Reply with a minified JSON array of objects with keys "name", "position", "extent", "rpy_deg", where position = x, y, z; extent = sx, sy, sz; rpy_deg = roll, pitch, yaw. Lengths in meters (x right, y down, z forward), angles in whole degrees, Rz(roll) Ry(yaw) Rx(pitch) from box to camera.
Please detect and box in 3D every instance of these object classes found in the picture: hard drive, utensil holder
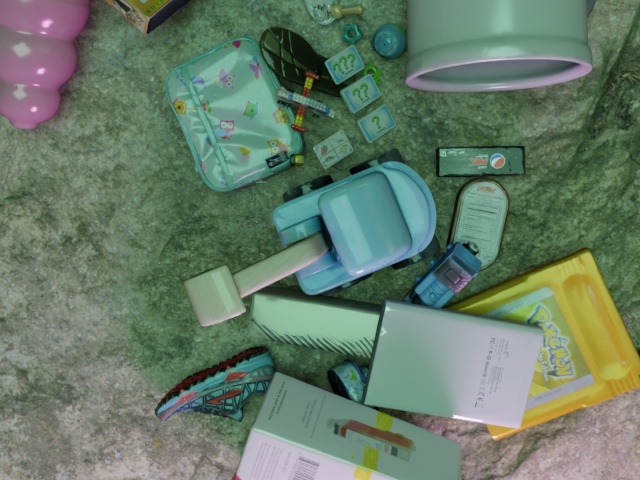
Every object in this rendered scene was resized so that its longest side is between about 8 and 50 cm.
[{"name":"hard drive","position":[0.249,0.235,1.547],"extent":[0.307,0.040,0.203],"rpy_deg":[10,100,-6]},{"name":"utensil holder","position":[0.306,-0.480,1.456],"extent":[0.327,0.327,0.386],"rpy_deg":[-3,92,3]}]

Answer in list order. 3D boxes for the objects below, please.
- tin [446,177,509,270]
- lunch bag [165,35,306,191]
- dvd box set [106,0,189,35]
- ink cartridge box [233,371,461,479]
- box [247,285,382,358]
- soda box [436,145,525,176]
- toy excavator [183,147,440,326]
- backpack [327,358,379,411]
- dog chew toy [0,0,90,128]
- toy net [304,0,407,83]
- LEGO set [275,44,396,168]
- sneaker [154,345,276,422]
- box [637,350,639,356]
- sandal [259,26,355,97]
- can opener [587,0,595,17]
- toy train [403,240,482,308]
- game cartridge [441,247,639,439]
[{"name":"tin","position":[0.314,-0.031,1.622],"extent":[0.106,0.040,0.190],"rpy_deg":[10,93,-2]},{"name":"lunch bag","position":[-0.167,-0.236,1.599],"extent":[0.224,0.108,0.279],"rpy_deg":[-23,91,3]},{"name":"dvd box set","position":[-0.379,-0.620,1.545],"extent":[0.420,0.062,0.308],"rpy_deg":[41,63,0]},{"name":"ink cartridge box","position":[0.039,0.455,1.549],"extent":[0.384,0.160,0.279],"rpy_deg":[21,124,2]},{"name":"box","position":[0.002,0.160,1.612],"extent":[0.275,0.113,0.094],"rpy_deg":[9,96,4]},{"name":"soda box","position":[0.313,-0.155,1.605],"extent":[0.168,0.053,0.060],"rpy_deg":[-1,93,4]},{"name":"toy excavator","position":[0.000,0.000,1.435],"extent":[0.432,0.445,0.222],"rpy_deg":[-22,91,4]},{"name":"backpack","position":[0.069,0.291,1.621],"extent":[0.084,0.105,0.114],"rpy_deg":[-29,91,-18]},{"name":"dog chew toy","position":[-0.558,-0.382,1.576],"extent":[0.206,0.206,0.332],"rpy_deg":[10,102,2]},{"name":"toy net","position":[0.054,-0.418,1.615],"extent":[0.232,0.045,0.122],"rpy_deg":[38,123,3]},{"name":"LEGO set","position":[0.023,-0.243,1.552],"extent":[0.244,0.060,0.182],"rpy_deg":[-35,104,-22]},{"name":"sneaker","position":[-0.203,0.317,1.635],"extent":[0.261,0.104,0.125],"rpy_deg":[-25,94,4]},{"name":"box","position":[0.771,0.261,1.600],"extent":[0.270,0.060,0.216],"rpy_deg":[-31,91,4]},{"name":"sandal","position":[-0.029,-0.338,1.584],"extent":[0.219,0.060,0.090],"rpy_deg":[16,87,-33]},{"name":"can opener","position":[0.490,-0.565,1.578],"extent":[0.095,0.076,0.284],"rpy_deg":[4,93,-29]},{"name":"toy train","position":[0.235,0.077,1.578],"extent":[0.080,0.105,0.184],"rpy_deg":[42,119,2]},{"name":"game cartridge","position":[0.427,0.205,1.592],"extent":[0.323,0.052,0.285],"rpy_deg":[-25,92,16]}]
